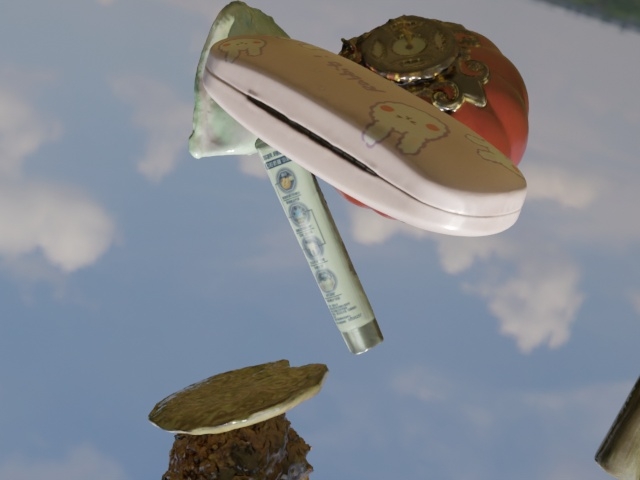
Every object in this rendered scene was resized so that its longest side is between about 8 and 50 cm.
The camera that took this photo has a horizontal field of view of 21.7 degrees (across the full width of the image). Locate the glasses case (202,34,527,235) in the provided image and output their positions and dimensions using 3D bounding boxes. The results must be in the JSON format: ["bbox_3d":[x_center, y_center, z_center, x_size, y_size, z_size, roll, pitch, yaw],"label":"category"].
[{"bbox_3d":[0.029,-0.086,1.287,0.297,0.075,0.113,32,-153,35],"label":"glasses case"}]

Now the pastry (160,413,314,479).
[{"bbox_3d":[-0.140,0.368,2.527,0.193,0.275,0.275,17,-170,33],"label":"pastry"}]

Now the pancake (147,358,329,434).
[{"bbox_3d":[-0.100,0.184,1.992,0.212,0.029,0.235,-20,-169,-19],"label":"pancake"}]

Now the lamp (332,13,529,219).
[{"bbox_3d":[0.098,-0.116,1.675,0.226,0.227,0.227,17,-167,-4],"label":"lamp"}]

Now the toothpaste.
[{"bbox_3d":[0.000,0.000,1.665,0.062,0.239,0.039,-18,-172,45],"label":"toothpaste"}]

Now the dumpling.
[{"bbox_3d":[-0.084,-0.161,1.753,0.149,0.105,0.216,53,-139,-2],"label":"dumpling"}]

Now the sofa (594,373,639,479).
[{"bbox_3d":[0.413,0.239,1.866,0.182,0.200,0.258,22,-166,-20],"label":"sofa"}]
